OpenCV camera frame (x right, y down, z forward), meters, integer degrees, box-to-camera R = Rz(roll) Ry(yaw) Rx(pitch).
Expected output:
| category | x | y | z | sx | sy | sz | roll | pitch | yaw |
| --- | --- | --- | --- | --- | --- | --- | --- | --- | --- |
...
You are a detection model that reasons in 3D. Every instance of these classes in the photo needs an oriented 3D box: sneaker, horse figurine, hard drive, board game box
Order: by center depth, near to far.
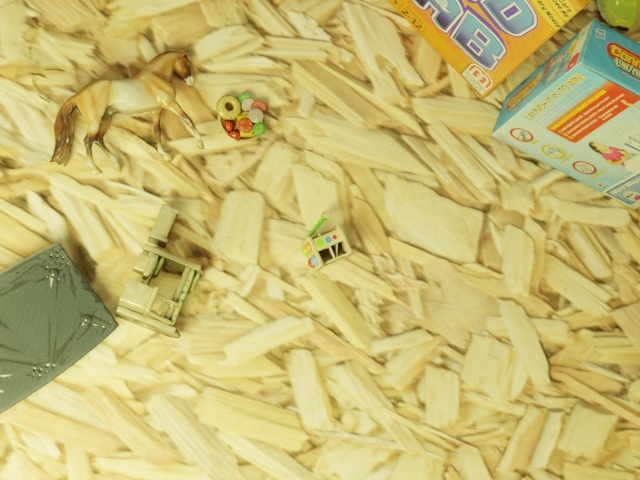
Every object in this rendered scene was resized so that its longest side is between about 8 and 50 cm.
| category | x | y | z | sx | sy | sz | roll | pitch | yaw |
| --- | --- | --- | --- | --- | --- | --- | --- | --- | --- |
| hard drive | -0.440 | 0.137 | 1.339 | 0.255 | 0.054 | 0.172 | -36 | 88 | -20 |
| horse figurine | -0.301 | -0.198 | 1.453 | 0.263 | 0.066 | 0.174 | -17 | 87 | -20 |
| board game box | 0.485 | -0.192 | 1.526 | 0.302 | 0.308 | 0.086 | 26 | 71 | -8 |
| board game box | 0.326 | -0.530 | 1.540 | 0.356 | 0.356 | 0.356 | 46 | 72 | 0 |
| sneaker | 0.575 | -0.493 | 1.736 | 0.081 | 0.094 | 0.208 | 12 | 75 | -13 |

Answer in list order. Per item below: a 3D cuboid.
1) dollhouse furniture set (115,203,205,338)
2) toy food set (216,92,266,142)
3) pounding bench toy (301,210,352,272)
| category | x | y | z | sx | sy | sz | roll | pitch | yaw |
| --- | --- | --- | --- | --- | --- | --- | --- | --- | --- |
| dollhouse furniture set | -0.215 | 0.035 | 1.365 | 0.101 | 0.161 | 0.182 | 23 | 73 | -8 |
| toy food set | -0.127 | -0.201 | 1.521 | 0.082 | 0.020 | 0.083 | -10 | 79 | -17 |
| pounding bench toy | 0.000 | 0.000 | 1.487 | 0.065 | 0.052 | 0.083 | -22 | 83 | -18 |
